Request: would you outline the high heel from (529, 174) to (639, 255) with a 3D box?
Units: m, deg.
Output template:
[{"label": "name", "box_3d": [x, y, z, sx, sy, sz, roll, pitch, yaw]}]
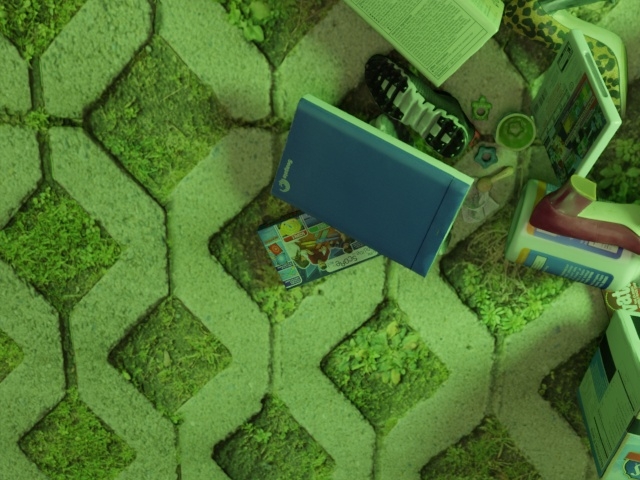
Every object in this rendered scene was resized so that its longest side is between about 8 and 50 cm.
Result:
[{"label": "high heel", "box_3d": [0.465, -0.009, 1.479, 0.244, 0.082, 0.117, 26, 138, -12]}]

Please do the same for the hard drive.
[{"label": "hard drive", "box_3d": [0.080, -0.092, 1.567, 0.318, 0.040, 0.210, 29, 130, 10]}]

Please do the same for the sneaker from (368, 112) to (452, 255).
[{"label": "sneaker", "box_3d": [0.144, -0.093, 1.628, 0.115, 0.105, 0.281, -18, 110, 37]}]

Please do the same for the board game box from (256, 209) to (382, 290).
[{"label": "board game box", "box_3d": [0.000, 0.000, 1.702, 0.201, 0.035, 0.136, -20, 110, 14]}]

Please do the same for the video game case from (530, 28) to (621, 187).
[{"label": "video game case", "box_3d": [0.401, -0.201, 1.450, 0.023, 0.184, 0.201, -7, 152, -12]}]

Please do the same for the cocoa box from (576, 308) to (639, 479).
[{"label": "cocoa box", "box_3d": [0.677, 0.303, 1.634, 0.347, 0.231, 0.228, 11, 124, -4]}]

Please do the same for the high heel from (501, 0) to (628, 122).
[{"label": "high heel", "box_3d": [0.408, -0.301, 1.513, 0.186, 0.093, 0.261, -5, 122, 26]}]

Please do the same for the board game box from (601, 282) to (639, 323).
[{"label": "board game box", "box_3d": [0.607, 0.117, 1.697, 0.145, 0.027, 0.281, -16, 112, 14]}]

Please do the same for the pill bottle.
[{"label": "pill bottle", "box_3d": [0.469, 0.000, 1.574, 0.271, 0.152, 0.152, 17, 115, 6]}]

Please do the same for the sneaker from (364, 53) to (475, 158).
[{"label": "sneaker", "box_3d": [0.174, -0.233, 1.557, 0.234, 0.106, 0.078, 44, 123, 14]}]

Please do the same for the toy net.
[{"label": "toy net", "box_3d": [0.287, -0.131, 1.608, 0.122, 0.045, 0.232, 17, 115, -2]}]

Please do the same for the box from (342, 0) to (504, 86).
[{"label": "box", "box_3d": [0.129, -0.411, 1.442, 0.311, 0.121, 0.148, 41, 126, -13]}]
